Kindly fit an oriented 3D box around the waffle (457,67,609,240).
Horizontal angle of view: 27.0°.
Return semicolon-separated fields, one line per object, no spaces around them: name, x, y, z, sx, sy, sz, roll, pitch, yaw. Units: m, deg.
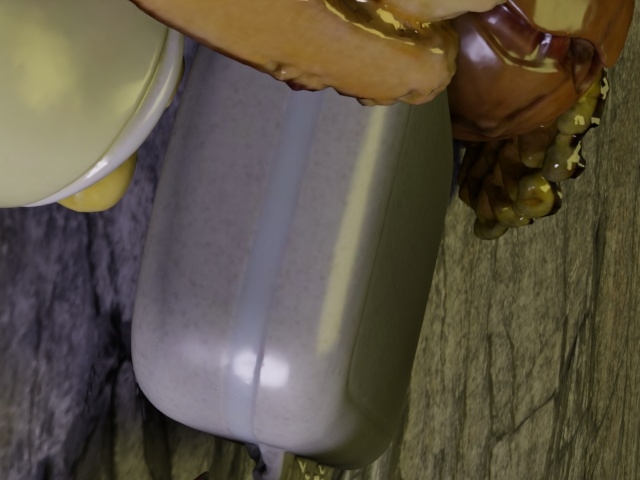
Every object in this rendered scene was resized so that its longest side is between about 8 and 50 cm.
waffle;0.184;-0.144;1.147;0.301;0.058;0.282;131;-27;-73

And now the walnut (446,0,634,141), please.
walnut;0.115;-0.225;0.969;0.209;0.208;0.336;63;22;-51

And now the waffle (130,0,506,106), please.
waffle;-0.039;-0.213;0.512;0.224;0.098;0.328;26;41;-26

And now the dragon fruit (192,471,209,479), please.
dragon fruit;-0.073;0.260;0.644;0.293;0.233;0.234;-63;156;6

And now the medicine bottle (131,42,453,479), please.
medicine bottle;0.000;0.000;0.766;0.375;0.123;0.282;56;48;-75

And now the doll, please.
doll;-0.153;-0.105;0.510;0.296;0.117;0.141;39;80;-48
